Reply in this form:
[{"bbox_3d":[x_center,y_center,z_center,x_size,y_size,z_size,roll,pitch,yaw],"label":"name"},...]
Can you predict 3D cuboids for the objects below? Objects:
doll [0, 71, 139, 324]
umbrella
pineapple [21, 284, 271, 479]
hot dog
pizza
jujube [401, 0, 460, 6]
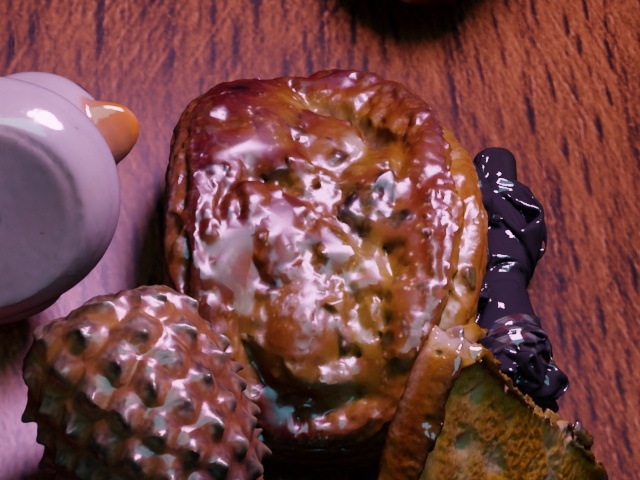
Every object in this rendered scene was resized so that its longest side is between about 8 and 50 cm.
[{"bbox_3d":[-0.266,-0.052,1.602,0.251,0.221,0.221,-22,62,-1],"label":"doll"},{"bbox_3d":[0.154,0.030,1.731,0.122,0.110,0.272,18,53,-20],"label":"umbrella"},{"bbox_3d":[-0.093,0.211,1.449,0.175,0.175,0.361,-17,75,-30],"label":"pineapple"},{"bbox_3d":[0.000,0.000,1.651,0.267,0.174,0.387,4,54,-5],"label":"hot dog"},{"bbox_3d":[0.125,0.167,1.556,0.074,0.251,0.287,20,36,35],"label":"pizza"},{"bbox_3d":[0.123,-0.353,1.951,0.197,0.197,0.290,26,50,-2],"label":"jujube"}]
